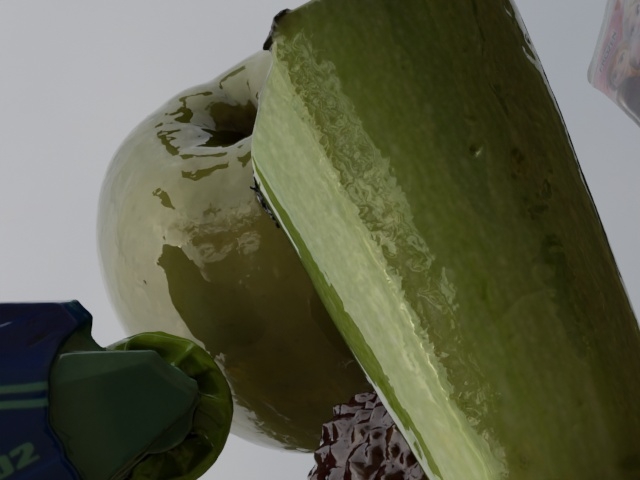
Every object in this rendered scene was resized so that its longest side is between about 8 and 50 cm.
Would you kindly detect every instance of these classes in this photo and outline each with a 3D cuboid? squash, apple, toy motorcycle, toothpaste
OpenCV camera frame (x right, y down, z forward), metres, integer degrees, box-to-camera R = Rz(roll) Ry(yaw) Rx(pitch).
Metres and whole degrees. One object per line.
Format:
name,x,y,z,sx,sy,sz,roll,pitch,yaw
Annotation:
squash,0.069,0.047,0.696,0.137,0.137,0.287,10,-125,-62
apple,0.000,0.000,1.113,0.262,0.262,0.262,-37,-45,-49
toy motorcycle,-0.216,0.134,0.968,0.326,0.200,0.191,-43,-1,-9
toothpaste,0.232,-0.098,1.139,0.061,0.266,0.096,4,-65,-21

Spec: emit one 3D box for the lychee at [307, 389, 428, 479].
lychee,0.073,0.146,0.911,0.188,0.188,0.188,-37,-45,-49
